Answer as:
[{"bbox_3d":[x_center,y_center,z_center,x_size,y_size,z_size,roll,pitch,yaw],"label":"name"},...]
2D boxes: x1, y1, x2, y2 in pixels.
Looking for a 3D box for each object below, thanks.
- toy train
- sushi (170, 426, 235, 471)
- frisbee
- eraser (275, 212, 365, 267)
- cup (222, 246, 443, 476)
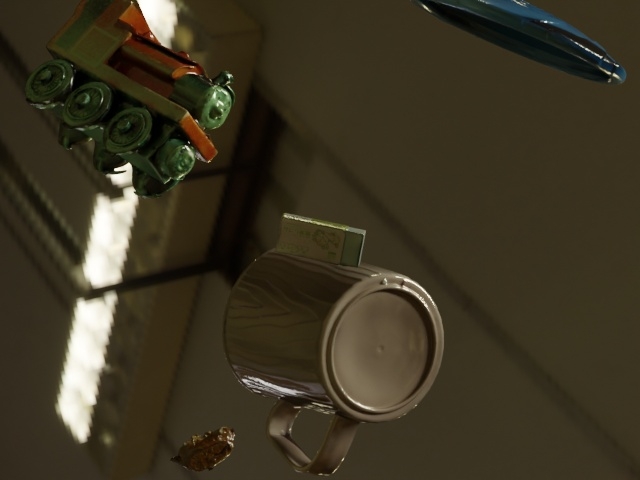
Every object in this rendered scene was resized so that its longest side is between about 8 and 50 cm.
[{"bbox_3d":[-0.136,-0.109,1.074,0.176,0.118,0.074,29,-16,37],"label":"toy train"},{"bbox_3d":[-0.198,0.355,2.508,0.060,0.118,0.061,-134,-143,-54],"label":"sushi"},{"bbox_3d":[0.205,-0.222,1.511,0.242,0.242,0.045,27,-83,47],"label":"frisbee"},{"bbox_3d":[0.000,0.000,1.435,0.083,0.019,0.038,12,-74,4],"label":"eraser"},{"bbox_3d":[-0.005,0.152,2.007,0.208,0.288,0.273,48,-19,-26],"label":"cup"}]
